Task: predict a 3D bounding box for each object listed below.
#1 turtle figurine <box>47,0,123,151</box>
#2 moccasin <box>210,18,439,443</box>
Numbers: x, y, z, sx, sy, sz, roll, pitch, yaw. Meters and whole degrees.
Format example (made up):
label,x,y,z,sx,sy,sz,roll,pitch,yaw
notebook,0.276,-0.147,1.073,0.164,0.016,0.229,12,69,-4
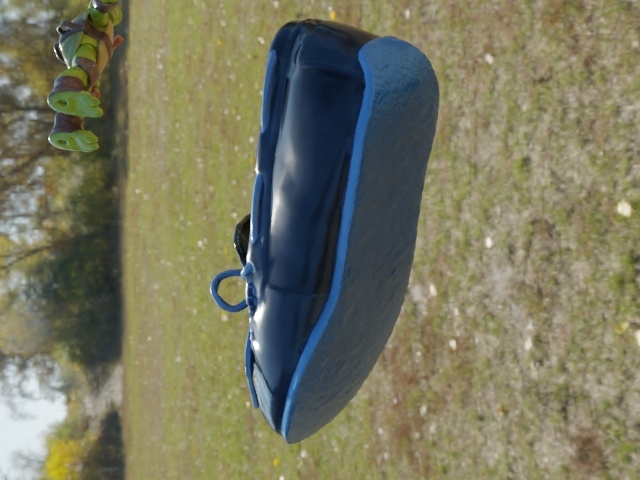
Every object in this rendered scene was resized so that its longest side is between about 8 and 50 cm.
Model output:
label,x,y,z,sx,sy,sz,roll,pitch,yaw
turtle figurine,-0.270,-0.229,0.958,0.269,0.087,0.217,-42,36,48
moccasin,0.000,0.000,0.602,0.116,0.137,0.342,33,126,29
